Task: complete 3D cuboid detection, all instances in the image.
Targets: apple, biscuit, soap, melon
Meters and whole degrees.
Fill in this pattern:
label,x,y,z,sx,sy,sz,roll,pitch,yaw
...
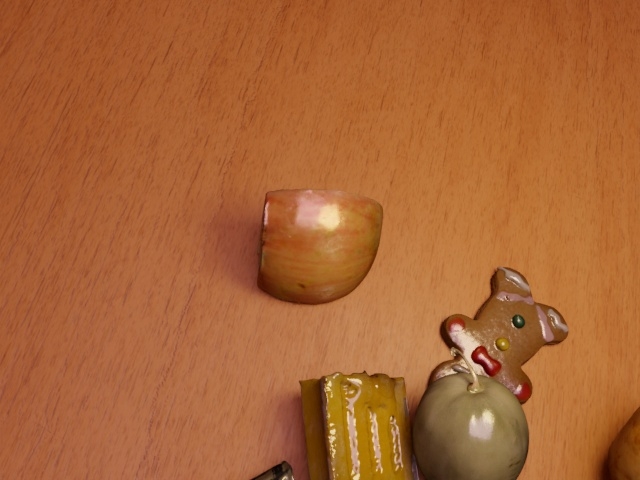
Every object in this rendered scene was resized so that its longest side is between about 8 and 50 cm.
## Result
label,x,y,z,sx,sy,sz,roll,pitch,yaw
apple,0.000,0.000,1.519,0.309,0.314,0.252,5,26,-6
biscuit,0.440,0.278,1.541,0.432,0.064,0.283,-40,79,-20
soap,0.092,0.442,1.361,0.259,0.143,0.281,11,62,-35
melon,0.327,0.432,1.341,0.271,0.308,0.272,-3,46,4

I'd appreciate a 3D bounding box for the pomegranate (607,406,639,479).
label,x,y,z,sx,sy,sz,roll,pitch,yaw
pomegranate,0.847,0.518,1.359,0.410,0.410,0.410,3,68,-7

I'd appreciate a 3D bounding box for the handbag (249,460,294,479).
label,x,y,z,sx,sy,sz,roll,pitch,yaw
handbag,-0.142,0.678,1.253,0.325,0.162,0.327,-25,82,-13
